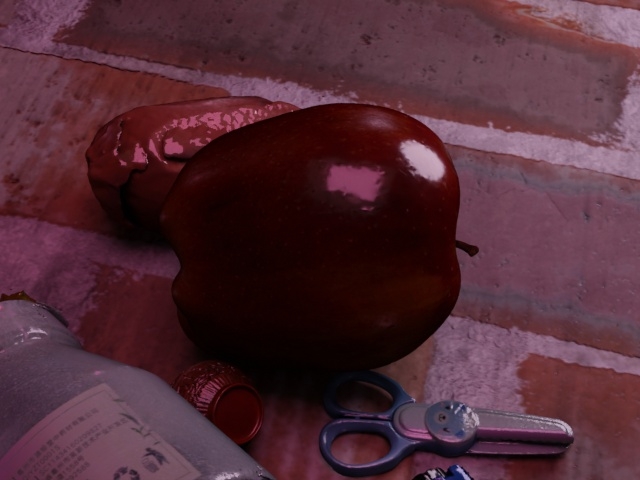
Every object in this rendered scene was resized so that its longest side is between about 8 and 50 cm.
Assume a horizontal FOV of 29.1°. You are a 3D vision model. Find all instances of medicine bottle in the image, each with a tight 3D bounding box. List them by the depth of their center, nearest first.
[{"bbox_3d":[-0.212,0.208,1.056,0.245,0.245,0.290,-32,55,-31],"label":"medicine bottle"}]

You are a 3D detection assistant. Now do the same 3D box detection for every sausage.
[{"bbox_3d":[-0.131,-0.090,1.413,0.280,0.152,0.152,-9,47,-18],"label":"sausage"}]

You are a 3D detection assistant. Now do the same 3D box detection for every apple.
[{"bbox_3d":[0.000,0.000,1.252,0.317,0.288,0.288,-5,45,7],"label":"apple"}]

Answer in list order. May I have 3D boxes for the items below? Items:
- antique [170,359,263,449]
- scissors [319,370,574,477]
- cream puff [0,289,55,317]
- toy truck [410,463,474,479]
[{"bbox_3d":[-0.107,0.167,1.206,0.104,0.104,0.104,3,46,-3],"label":"antique"},{"bbox_3d":[0.128,0.191,1.251,0.256,0.030,0.125,4,45,3],"label":"scissors"},{"bbox_3d":[-0.311,0.091,1.284,0.083,0.058,0.083,-6,48,-9],"label":"cream puff"},{"bbox_3d":[0.067,0.279,1.093,0.208,0.126,0.113,-24,53,-25],"label":"toy truck"}]
